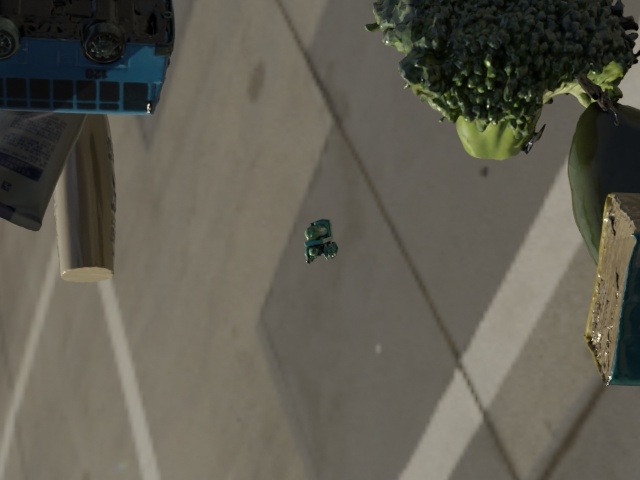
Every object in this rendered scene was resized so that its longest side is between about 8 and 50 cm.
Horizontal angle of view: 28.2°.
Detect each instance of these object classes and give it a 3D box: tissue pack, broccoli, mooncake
[{"bbox_3d":[0.272,0.033,0.864,0.082,0.169,0.120,-103,15,-65],"label":"tissue pack"},{"bbox_3d":[0.236,-0.261,1.672,0.272,0.334,0.324,115,143,-65],"label":"broccoli"},{"bbox_3d":[0.486,-0.062,1.566,0.351,0.187,0.351,-8,72,26],"label":"mooncake"}]

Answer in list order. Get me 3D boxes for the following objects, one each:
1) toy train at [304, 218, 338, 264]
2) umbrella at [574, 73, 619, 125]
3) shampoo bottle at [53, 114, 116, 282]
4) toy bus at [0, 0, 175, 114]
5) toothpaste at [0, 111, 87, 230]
[{"bbox_3d":[0.000,0.000,1.378,0.092,0.029,0.045,-18,-80,-80],"label":"toy train"},{"bbox_3d":[0.232,-0.123,1.073,0.013,0.122,0.022,-17,68,25],"label":"umbrella"},{"bbox_3d":[-0.299,-0.080,1.612,0.127,0.078,0.257,79,-176,-76],"label":"shampoo bottle"},{"bbox_3d":[-0.220,-0.165,1.092,0.090,0.184,0.106,-100,16,-45],"label":"toy bus"},{"bbox_3d":[-0.290,-0.126,1.319,0.061,0.096,0.266,123,167,-53],"label":"toothpaste"}]
